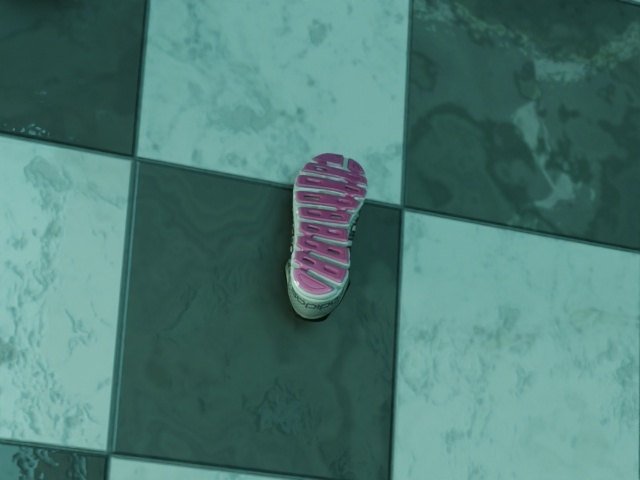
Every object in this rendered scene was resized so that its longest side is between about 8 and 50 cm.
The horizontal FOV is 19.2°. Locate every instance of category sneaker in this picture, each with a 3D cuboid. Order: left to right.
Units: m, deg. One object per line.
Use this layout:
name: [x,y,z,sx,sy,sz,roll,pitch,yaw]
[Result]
sneaker: [0.000,0.000,1.602,0.063,0.075,0.170,11,48,-4]
